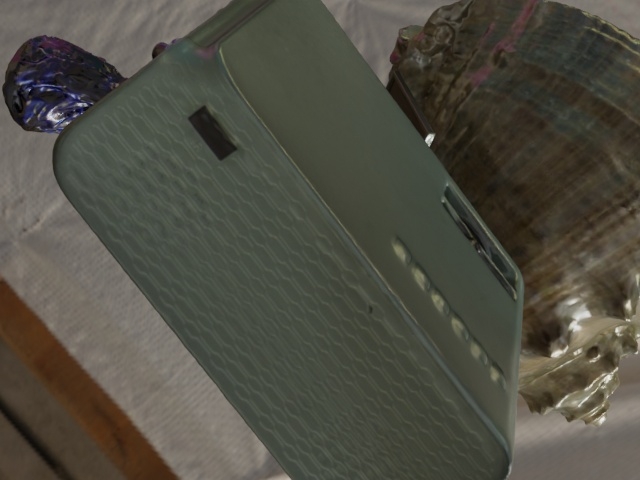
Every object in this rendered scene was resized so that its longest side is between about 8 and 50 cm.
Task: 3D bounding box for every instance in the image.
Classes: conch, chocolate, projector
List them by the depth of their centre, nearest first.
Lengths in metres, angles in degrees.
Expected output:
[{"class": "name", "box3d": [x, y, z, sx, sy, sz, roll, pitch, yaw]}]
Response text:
[{"class": "projector", "box3d": [0.000, 0.000, 0.581, 0.250, 0.108, 0.198, 52, -157, -12]}, {"class": "conch", "box3d": [0.178, -0.009, 0.855, 0.297, 0.352, 0.210, -24, -152, 9]}, {"class": "chocolate", "box3d": [-0.207, -0.167, 1.290, 0.343, 0.126, 0.148, 6, -105, 32]}]

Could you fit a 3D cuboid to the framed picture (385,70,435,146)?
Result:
[{"class": "framed picture", "box3d": [0.051, -0.069, 0.775, 0.007, 0.066, 0.089, 11, -149, -22]}]
